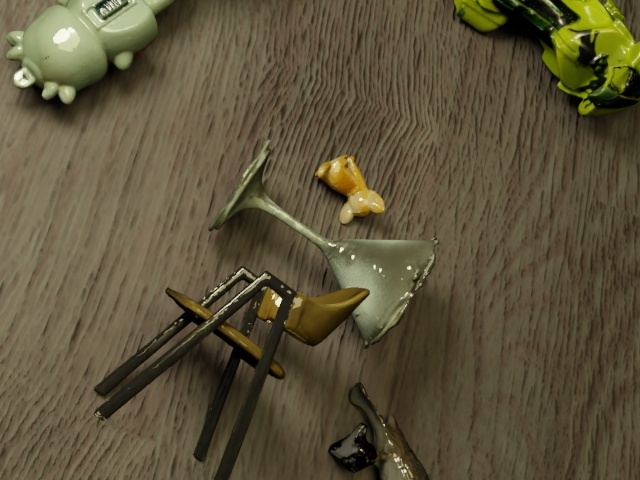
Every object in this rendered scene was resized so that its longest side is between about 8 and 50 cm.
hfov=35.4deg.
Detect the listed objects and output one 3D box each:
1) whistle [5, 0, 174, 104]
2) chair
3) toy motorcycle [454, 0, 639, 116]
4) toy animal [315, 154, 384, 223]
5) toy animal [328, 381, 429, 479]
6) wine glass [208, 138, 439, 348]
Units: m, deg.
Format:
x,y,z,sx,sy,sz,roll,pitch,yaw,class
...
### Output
x,y,z,sx,sy,sz,roll,pitch,yaw,class
-0.248,-0.247,1.139,0.253,0.106,0.101,-44,122,-23,whistle
-0.088,0.105,1.006,0.172,0.159,0.247,35,82,-11,chair
0.340,-0.289,1.391,0.342,0.142,0.206,35,23,-8,toy motorcycle
0.035,-0.059,1.220,0.083,0.060,0.081,64,22,9,toy animal
0.091,0.258,1.122,0.202,0.070,0.105,44,42,1,toy animal
0.000,0.000,1.136,0.232,0.156,0.156,34,61,-4,wine glass
